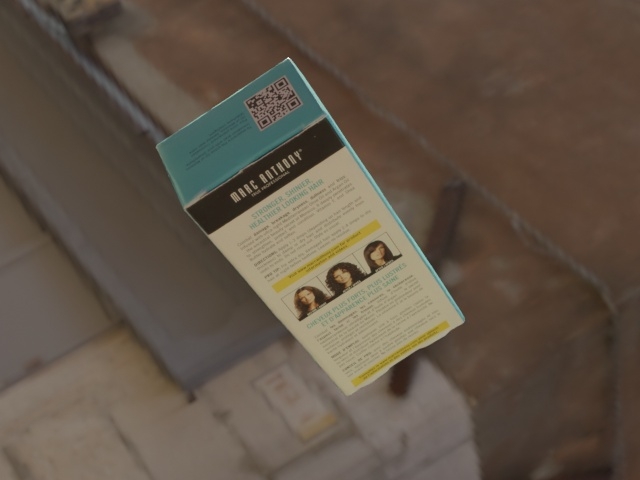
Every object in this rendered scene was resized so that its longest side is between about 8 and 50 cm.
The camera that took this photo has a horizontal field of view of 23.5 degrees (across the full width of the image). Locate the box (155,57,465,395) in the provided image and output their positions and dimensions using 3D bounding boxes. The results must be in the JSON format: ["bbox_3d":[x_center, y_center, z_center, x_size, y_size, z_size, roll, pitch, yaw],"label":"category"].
[{"bbox_3d":[0.000,0.000,0.981,0.244,0.100,0.060,53,5,-48],"label":"box"}]
